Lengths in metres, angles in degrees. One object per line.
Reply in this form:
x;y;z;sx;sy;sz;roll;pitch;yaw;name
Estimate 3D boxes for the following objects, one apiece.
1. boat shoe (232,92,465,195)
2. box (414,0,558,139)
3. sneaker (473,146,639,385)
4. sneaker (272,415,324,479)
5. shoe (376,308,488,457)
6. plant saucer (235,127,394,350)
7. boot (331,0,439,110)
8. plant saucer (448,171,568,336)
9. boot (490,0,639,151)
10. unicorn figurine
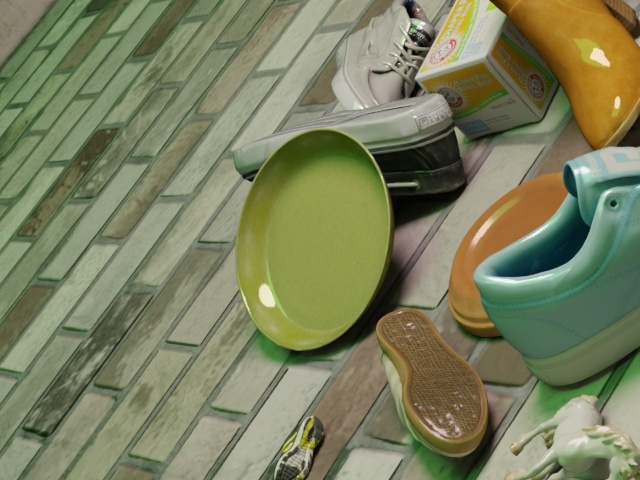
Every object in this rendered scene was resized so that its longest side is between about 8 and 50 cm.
0.024;-0.080;2.019;0.121;0.119;0.335;-25;12;-37;boat shoe
0.208;-0.225;1.981;0.114;0.103;0.203;-15;39;47;box
0.288;-0.032;1.512;0.366;0.150;0.135;-41;26;9;sneaker
-0.025;0.212;1.768;0.035;0.031;0.083;-32;21;56;sneaker
0.106;0.140;1.655;0.076;0.058;0.219;-14;30;-6;shoe
0.000;0.000;1.927;0.241;0.037;0.241;-11;74;46;plant saucer
0.085;-0.218;2.163;0.123;0.095;0.258;-44;23;19;boot
0.199;0.005;1.727;0.200;0.037;0.200;-35;27;21;plant saucer
0.223;-0.219;1.805;0.104;0.211;0.295;-50;17;31;boot
0.205;0.170;1.440;0.111;0.060;0.162;-36;27;19;unicorn figurine
